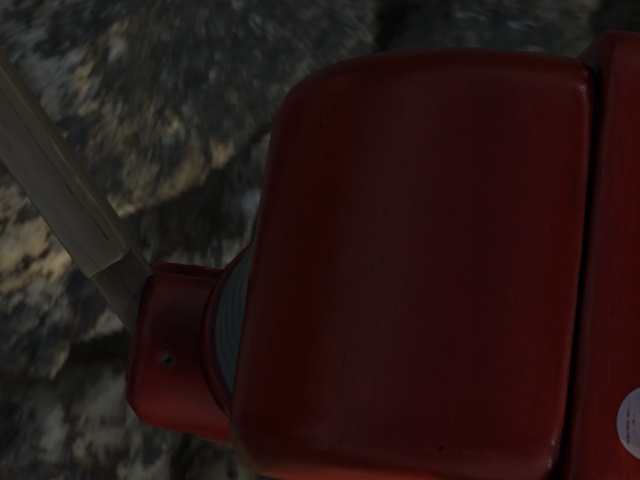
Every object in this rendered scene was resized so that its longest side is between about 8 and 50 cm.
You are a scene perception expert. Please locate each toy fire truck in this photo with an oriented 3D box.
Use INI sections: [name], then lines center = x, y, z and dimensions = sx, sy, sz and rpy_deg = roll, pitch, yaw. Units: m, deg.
[toy fire truck]
center = 0.000, 0.000, 0.436
dimensions = 0.246, 0.217, 0.158
rpy_deg = 9, 78, -7
